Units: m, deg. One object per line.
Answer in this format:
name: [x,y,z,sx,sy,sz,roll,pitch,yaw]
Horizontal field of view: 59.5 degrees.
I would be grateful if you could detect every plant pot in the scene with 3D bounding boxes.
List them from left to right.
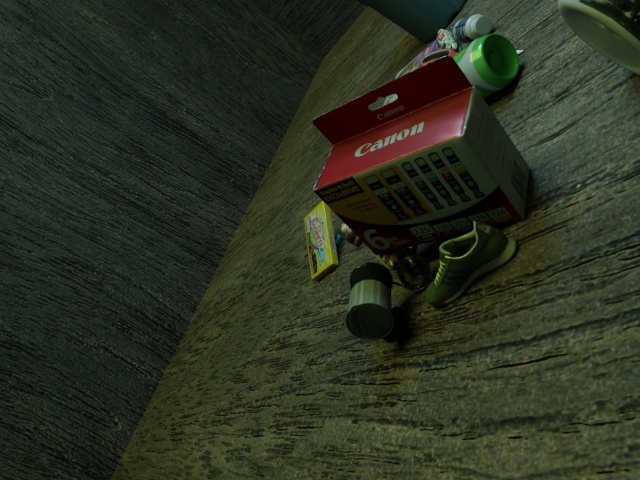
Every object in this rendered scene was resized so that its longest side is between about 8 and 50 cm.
plant pot: [0.306,-0.874,1.890,0.341,0.334,0.341,-49,20,24]

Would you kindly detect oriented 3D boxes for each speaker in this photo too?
speaker: [0.317,-0.361,1.311,0.296,0.131,0.131,-23,38,61]

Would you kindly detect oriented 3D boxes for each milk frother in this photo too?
milk frother: [0.126,0.098,1.020,0.143,0.129,0.134,-55,12,29]

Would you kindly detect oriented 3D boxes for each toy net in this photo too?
toy net: [0.043,-0.011,1.578,0.232,0.045,0.122,-35,28,51]

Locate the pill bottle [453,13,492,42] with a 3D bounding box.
pill bottle: [0.414,-0.574,1.518,0.067,0.067,0.120,-56,17,5]

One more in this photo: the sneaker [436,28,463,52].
sneaker: [0.365,-0.562,1.615,0.057,0.075,0.161,-45,21,35]

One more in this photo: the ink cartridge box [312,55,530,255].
ink cartridge box: [0.154,-0.128,0.975,0.310,0.272,0.130,-17,41,41]

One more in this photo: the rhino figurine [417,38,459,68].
rhino figurine: [0.305,-0.445,1.523,0.243,0.106,0.073,-56,18,3]

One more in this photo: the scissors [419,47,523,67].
scissors: [0.362,-0.456,1.373,0.297,0.021,0.109,-5,51,45]

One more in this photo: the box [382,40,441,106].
box: [0.267,-0.444,1.708,0.201,0.057,0.293,-28,33,59]

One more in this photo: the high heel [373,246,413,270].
high heel: [0.182,-0.050,1.172,0.186,0.093,0.261,-57,7,21]

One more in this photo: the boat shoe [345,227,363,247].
boat shoe: [0.097,-0.060,1.233,0.207,0.073,0.073,-49,-16,-48]

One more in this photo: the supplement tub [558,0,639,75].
supplement tub: [0.503,-0.403,0.759,0.316,0.194,0.193,-51,18,17]

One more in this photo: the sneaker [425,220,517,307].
sneaker: [0.224,0.035,0.932,0.192,0.086,0.064,-44,22,38]

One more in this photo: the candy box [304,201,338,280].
candy box: [0.000,0.000,1.582,0.105,0.027,0.205,-39,48,41]
